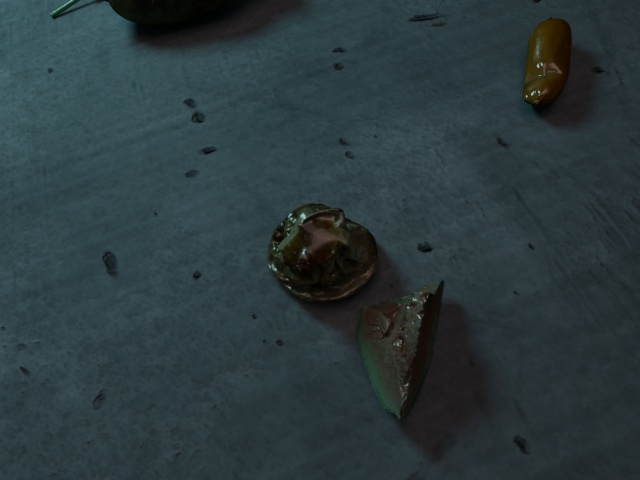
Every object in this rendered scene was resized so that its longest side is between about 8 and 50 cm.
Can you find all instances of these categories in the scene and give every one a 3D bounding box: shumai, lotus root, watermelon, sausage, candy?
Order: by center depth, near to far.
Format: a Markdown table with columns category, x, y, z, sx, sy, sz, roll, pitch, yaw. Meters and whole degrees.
| category | x | y | z | sx | sy | sz | roll | pitch | yaw |
| --- | --- | --- | --- | --- | --- | --- | --- | --- | --- |
| watermelon | 0.086 | 0.116 | 0.495 | 0.101 | 0.080 | 0.155 | 1 | 79 | 17 |
| shumai | 0.003 | 0.002 | 0.530 | 0.145 | 0.116 | 0.146 | -3 | 61 | 6 |
| sausage | 0.344 | -0.269 | 0.661 | 0.062 | 0.054 | 0.183 | -5 | 60 | 41 |
| lotus root | -0.256 | -0.493 | 0.792 | 0.309 | 0.173 | 0.173 | -9 | 63 | 3 |
| candy | -0.469 | -0.511 | 0.888 | 0.194 | 0.062 | 0.058 | -34 | 62 | 1 |
